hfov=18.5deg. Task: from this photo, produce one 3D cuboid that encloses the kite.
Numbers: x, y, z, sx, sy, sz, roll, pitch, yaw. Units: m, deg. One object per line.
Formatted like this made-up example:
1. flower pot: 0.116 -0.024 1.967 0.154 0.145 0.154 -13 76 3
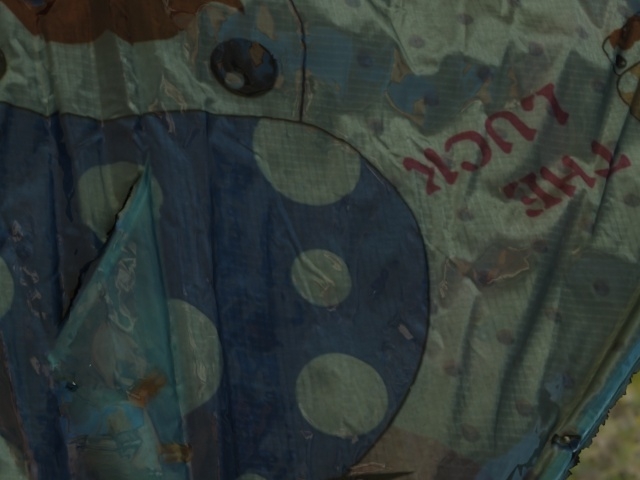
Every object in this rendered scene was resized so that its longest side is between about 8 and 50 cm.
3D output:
1. kite: -0.041 -0.036 0.431 0.406 0.368 0.014 1 153 -20
